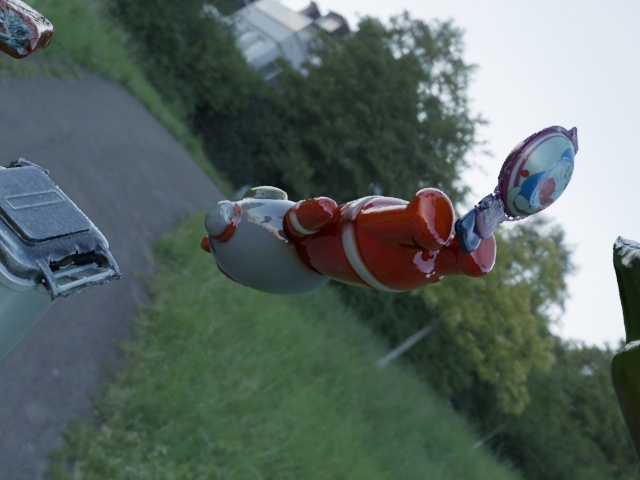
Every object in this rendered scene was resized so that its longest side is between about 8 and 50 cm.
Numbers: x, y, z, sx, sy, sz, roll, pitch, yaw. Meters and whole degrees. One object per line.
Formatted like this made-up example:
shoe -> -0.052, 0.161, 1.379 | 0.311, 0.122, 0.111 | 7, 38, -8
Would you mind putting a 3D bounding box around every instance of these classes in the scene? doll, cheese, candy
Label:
doll -> 0.000, 0.000, 0.795 | 0.337, 0.105, 0.200 | -4, -22, 41
cheese -> 0.168, -0.044, 0.674 | 0.038, 0.145, 0.095 | 40, -17, 40
candy -> -0.406, -0.283, 1.061 | 0.086, 0.059, 0.292 | 32, 8, -18

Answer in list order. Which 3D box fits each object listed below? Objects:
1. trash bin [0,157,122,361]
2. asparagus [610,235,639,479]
trash bin -> -0.562, 0.078, 1.367 | 0.296, 0.367, 0.256 | 44, 20, 8
asparagus -> 0.160, 0.103, 0.319 | 0.080, 0.080, 0.287 | 69, 23, -55
